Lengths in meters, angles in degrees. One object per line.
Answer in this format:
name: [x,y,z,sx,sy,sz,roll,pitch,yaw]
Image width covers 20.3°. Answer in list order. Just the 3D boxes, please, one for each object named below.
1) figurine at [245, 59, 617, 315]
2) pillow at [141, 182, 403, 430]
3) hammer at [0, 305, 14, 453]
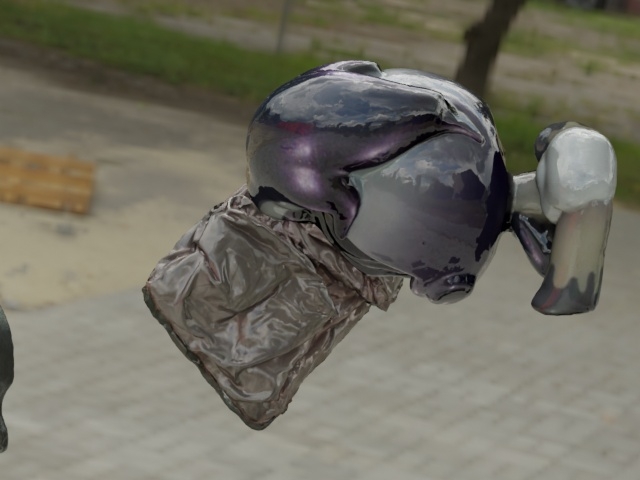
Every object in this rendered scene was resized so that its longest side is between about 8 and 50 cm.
figurine: [0.065,-0.035,1.043,0.222,0.145,0.145,7,11,-5]
pillow: [0.000,0.000,1.201,0.248,0.135,0.049,-46,13,-27]
hammer: [-0.277,0.066,0.970,0.246,0.103,0.029,-3,-9,21]
